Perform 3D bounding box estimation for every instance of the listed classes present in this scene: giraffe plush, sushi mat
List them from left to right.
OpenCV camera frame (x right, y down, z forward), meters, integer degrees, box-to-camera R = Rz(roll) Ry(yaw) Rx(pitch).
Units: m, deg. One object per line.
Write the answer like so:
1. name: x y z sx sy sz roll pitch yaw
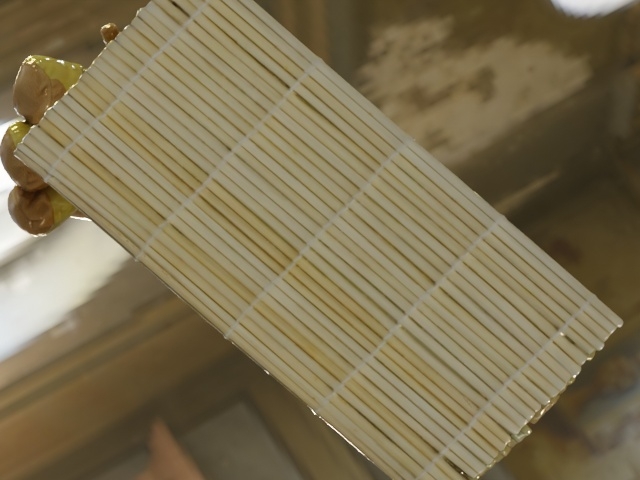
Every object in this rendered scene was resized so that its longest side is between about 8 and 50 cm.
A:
1. giraffe plush: -0.159 -0.083 1.748 0.170 0.210 0.181 19 -52 26
2. sushi mat: 0.000 0.000 1.067 0.316 0.151 0.019 41 4 -4
